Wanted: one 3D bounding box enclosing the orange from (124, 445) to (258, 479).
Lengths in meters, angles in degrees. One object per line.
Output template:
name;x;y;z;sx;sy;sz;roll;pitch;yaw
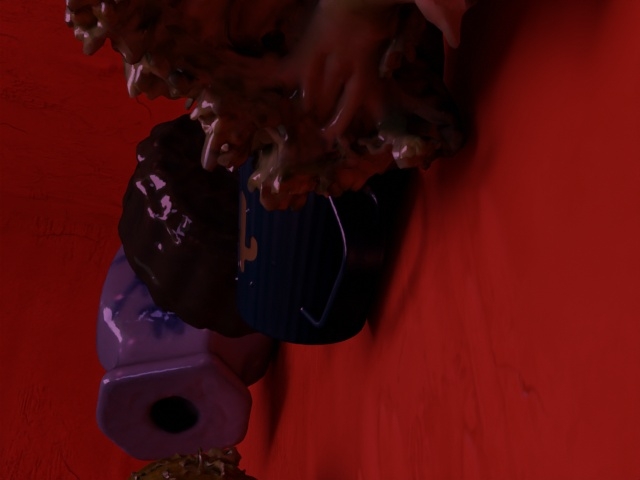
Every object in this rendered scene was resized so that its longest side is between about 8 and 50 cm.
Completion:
orange;-0.111;0.327;0.790;0.301;0.223;0.300;-92;25;-59

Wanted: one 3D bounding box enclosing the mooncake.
mooncake;-0.082;-0.027;0.951;0.124;0.228;0.228;122;156;-46

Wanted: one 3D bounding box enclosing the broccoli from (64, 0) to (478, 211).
broccoli;-0.012;-0.206;0.545;0.317;0.277;0.339;153;122;-69

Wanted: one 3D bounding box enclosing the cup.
cup;0.000;0.000;0.751;0.176;0.131;0.155;-121;35;-58

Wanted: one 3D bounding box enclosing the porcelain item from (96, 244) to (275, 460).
porcelain item;-0.176;0.091;1.303;0.405;0.242;0.179;-92;-10;-54
